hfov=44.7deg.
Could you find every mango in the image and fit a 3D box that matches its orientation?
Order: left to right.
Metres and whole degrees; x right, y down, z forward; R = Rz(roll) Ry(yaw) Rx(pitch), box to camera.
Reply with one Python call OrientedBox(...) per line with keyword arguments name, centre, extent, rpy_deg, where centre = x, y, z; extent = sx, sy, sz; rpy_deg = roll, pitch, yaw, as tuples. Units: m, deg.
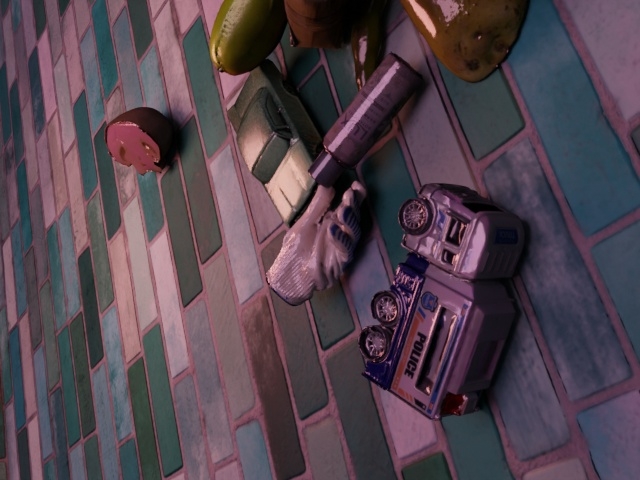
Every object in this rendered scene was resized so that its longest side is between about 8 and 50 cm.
OrientedBox(name="mango", centre=(-0.108, -0.383, 1.302), extent=(0.125, 0.111, 0.233), rpy_deg=(-76, 12, -71))

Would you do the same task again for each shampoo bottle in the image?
OrientedBox(name="shampoo bottle", centre=(0.061, -0.171, 1.141), extent=(0.214, 0.072, 0.072), rpy_deg=(-51, 47, 16))

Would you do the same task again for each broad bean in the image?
OrientedBox(name="broad bean", centre=(0.075, -0.326, 1.202), extent=(0.060, 0.043, 0.297), rpy_deg=(5, 90, 45))

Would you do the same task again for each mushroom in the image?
OrientedBox(name="mushroom", centre=(-0.392, -0.233, 1.730), extent=(0.188, 0.141, 0.117), rpy_deg=(2, 53, 47))

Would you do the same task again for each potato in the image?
OrientedBox(name="potato", centre=(0.161, -0.351, 1.043), extent=(0.160, 0.111, 0.271), rpy_deg=(-47, 50, 40))

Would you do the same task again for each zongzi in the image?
OrientedBox(name="zongzi", centre=(0.006, -0.437, 1.195), extent=(0.221, 0.112, 0.242), rpy_deg=(107, 170, -85))

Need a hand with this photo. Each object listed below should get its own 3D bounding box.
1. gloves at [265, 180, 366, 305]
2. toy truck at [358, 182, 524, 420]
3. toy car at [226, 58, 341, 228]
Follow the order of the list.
OrientedBox(name="gloves", centre=(0.001, 0.002, 1.208), extent=(0.119, 0.097, 0.229), rpy_deg=(46, 118, 19))
OrientedBox(name="toy truck", centre=(0.163, 0.074, 0.976), extent=(0.155, 0.124, 0.268), rpy_deg=(30, 111, 42))
OrientedBox(name="toy car", centre=(-0.077, -0.166, 1.329), extent=(0.141, 0.097, 0.320), rpy_deg=(-55, 46, 33))
